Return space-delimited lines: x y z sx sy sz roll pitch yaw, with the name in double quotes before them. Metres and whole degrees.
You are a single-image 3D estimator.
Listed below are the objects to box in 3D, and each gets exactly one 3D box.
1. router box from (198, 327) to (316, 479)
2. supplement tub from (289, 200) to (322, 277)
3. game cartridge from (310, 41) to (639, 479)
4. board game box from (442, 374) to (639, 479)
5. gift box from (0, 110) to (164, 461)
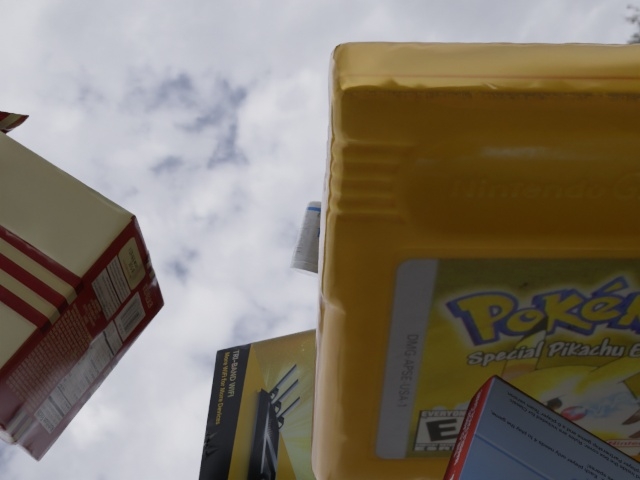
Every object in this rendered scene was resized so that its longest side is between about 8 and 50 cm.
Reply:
"router box" -0.020 0.253 1.062 0.309 0.242 0.081 -88 -22 -44
"supplement tub" 0.000 0.000 1.311 0.071 0.071 0.107 22 -101 -43
"game cartridge" 0.139 0.040 0.472 0.285 0.053 0.324 0 -41 -2
"board game box" 0.167 0.178 0.339 0.027 0.281 0.145 -62 -4 40
"gift box" -0.324 0.031 0.891 0.276 0.258 0.255 -53 -14 -28
